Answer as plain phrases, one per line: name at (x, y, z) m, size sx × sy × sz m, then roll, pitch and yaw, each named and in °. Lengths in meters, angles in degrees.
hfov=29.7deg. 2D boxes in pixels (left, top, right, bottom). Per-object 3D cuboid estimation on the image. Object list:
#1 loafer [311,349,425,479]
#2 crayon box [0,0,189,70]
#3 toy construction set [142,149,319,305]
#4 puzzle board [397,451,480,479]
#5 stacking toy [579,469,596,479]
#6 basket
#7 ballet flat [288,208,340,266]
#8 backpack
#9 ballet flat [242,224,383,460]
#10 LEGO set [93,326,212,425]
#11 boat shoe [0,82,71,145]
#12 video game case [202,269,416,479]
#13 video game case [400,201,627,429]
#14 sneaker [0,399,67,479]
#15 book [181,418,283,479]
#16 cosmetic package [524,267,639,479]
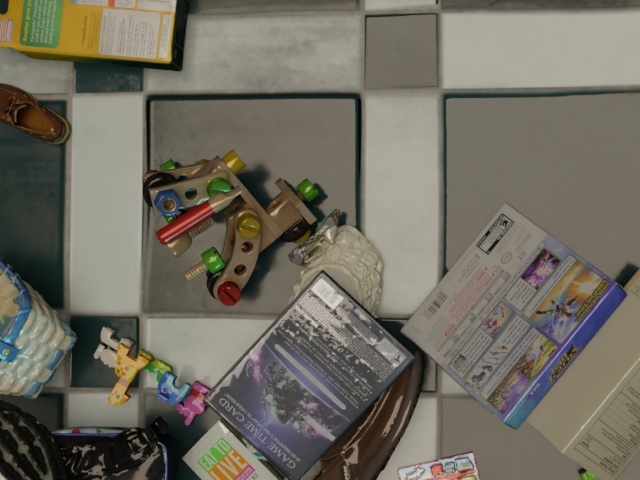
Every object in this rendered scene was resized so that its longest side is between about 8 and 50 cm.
loafer at (0.048, 0.324, 1.907) m, size 0.130 × 0.134 × 0.366 m, roll 28°, pitch 91°, yaw 7°
crayon box at (-0.385, -0.402, 2.015) m, size 0.323 × 0.083 × 0.203 m, roll 6°, pitch 89°, yaw 7°
toy construction set at (-0.127, -0.054, 1.874) m, size 0.237 × 0.309 × 0.257 m, roll -32°, pitch 92°, yaw 0°
puzzle board at (0.197, 0.403, 1.948) m, size 0.128 × 0.011 × 0.096 m, roll -14°, pitch 86°, yaw 7°
stacking toy at (0.399, 0.468, 1.900) m, size 0.221 × 0.052 × 0.167 m, roll -27°, pitch 85°, yaw 5°
basket at (-0.549, 0.123, 1.892) m, size 0.201 × 0.289 × 0.255 m, roll -53°, pitch 40°, yaw -3°
ballet flat at (0.000, 0.000, 1.924) m, size 0.041 × 0.041 × 0.114 m, roll 45°, pitch 80°, yaw 7°
backpack at (-0.366, 0.409, 1.921) m, size 0.263 × 0.213 × 0.276 m, roll 6°, pitch 81°, yaw 1°
ballet flat at (-0.010, 0.171, 1.923) m, size 0.147 × 0.147 × 0.409 m, roll 22°, pitch 90°, yaw 7°
LEGO set at (-0.292, 0.239, 1.978) m, size 0.227 × 0.087 × 0.093 m, roll 30°, pitch 91°, yaw 8°
boat shoe at (-0.507, -0.220, 2.034) m, size 0.178 × 0.060 × 0.064 m, roll 28°, pitch 92°, yaw 7°
video game case at (-0.018, 0.210, 1.845) m, size 0.196 × 0.026 × 0.274 m, roll 43°, pitch 97°, yaw -1°
video game case at (0.295, 0.113, 1.865) m, size 0.269 × 0.061 × 0.244 m, roll -51°, pitch 51°, yaw 3°
sneaker at (-0.459, 0.417, 1.776) m, size 0.182 × 0.158 × 0.410 m, roll -42°, pitch 66°, yaw 18°
book at (-0.145, 0.377, 1.984) m, size 0.144 × 0.035 × 0.096 m, roll 44°, pitch 97°, yaw 5°
cosmetic package at (0.469, 0.203, 1.835) m, size 0.309 × 0.160 × 0.113 m, roll -50°, pitch 40°, yaw 3°
